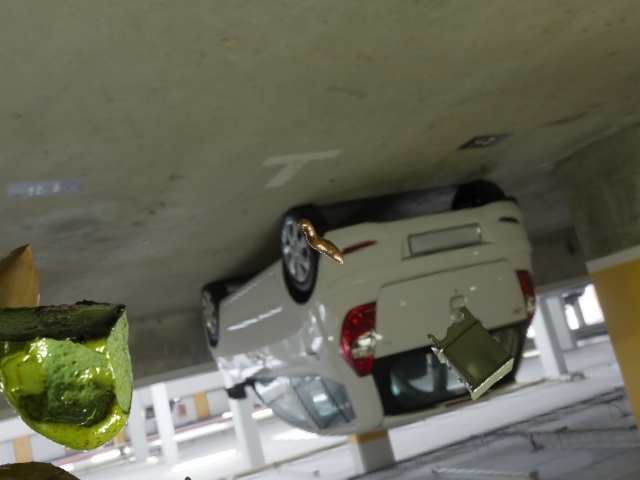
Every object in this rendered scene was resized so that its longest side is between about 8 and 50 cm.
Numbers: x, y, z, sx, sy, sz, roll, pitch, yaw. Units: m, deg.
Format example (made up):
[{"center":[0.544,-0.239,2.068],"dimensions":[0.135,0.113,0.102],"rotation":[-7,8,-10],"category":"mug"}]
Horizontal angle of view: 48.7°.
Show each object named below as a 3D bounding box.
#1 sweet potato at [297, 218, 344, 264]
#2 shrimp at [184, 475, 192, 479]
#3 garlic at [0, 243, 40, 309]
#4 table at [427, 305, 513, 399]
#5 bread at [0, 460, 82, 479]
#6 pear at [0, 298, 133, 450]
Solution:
[{"center":[-0.003,0.003,1.633],"dimensions":[0.044,0.044,0.179],"rotation":[-21,133,33],"category":"sweet potato"},{"center":[-0.231,0.499,1.294],"dimensions":[0.045,0.095,0.162],"rotation":[8,-160,-21],"category":"shrimp"},{"center":[-0.637,0.140,1.266],"dimensions":[0.151,0.196,0.338],"rotation":[21,-154,3],"category":"garlic"},{"center":[0.176,0.134,0.838],"dimensions":[0.062,0.083,0.079],"rotation":[-39,157,-3],"category":"table"},{"center":[-0.454,0.428,1.000],"dimensions":[0.195,0.176,0.246],"rotation":[-60,175,16],"category":"bread"},{"center":[-0.450,0.241,1.205],"dimensions":[0.239,0.255,0.164],"rotation":[-1,-162,-3],"category":"pear"}]
